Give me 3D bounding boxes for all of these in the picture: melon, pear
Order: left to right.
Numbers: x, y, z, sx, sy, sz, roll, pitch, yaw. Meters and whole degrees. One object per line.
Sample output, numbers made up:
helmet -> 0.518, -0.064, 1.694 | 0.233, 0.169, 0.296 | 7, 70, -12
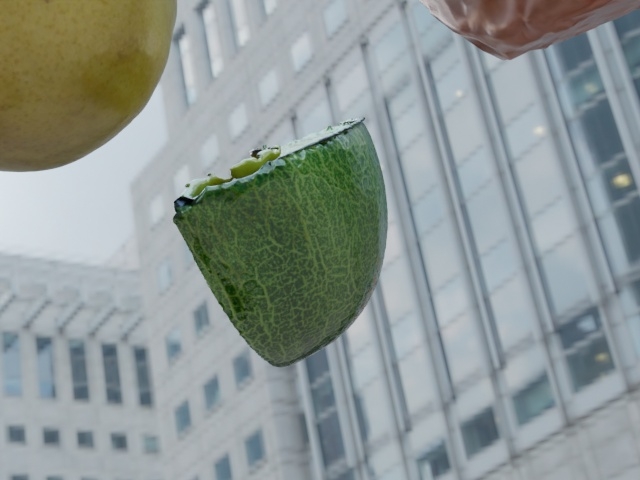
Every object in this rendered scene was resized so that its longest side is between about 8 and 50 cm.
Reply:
pear -> -0.275, -0.201, 1.164 | 0.314, 0.314, 0.314 | -8, -29, -5
melon -> 0.000, 0.000, 1.134 | 0.129, 0.169, 0.265 | -18, 8, 15

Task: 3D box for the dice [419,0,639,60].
dice -> 0.118, -0.174, 0.504 | 0.175, 0.174, 0.179 | -23, 6, -25
